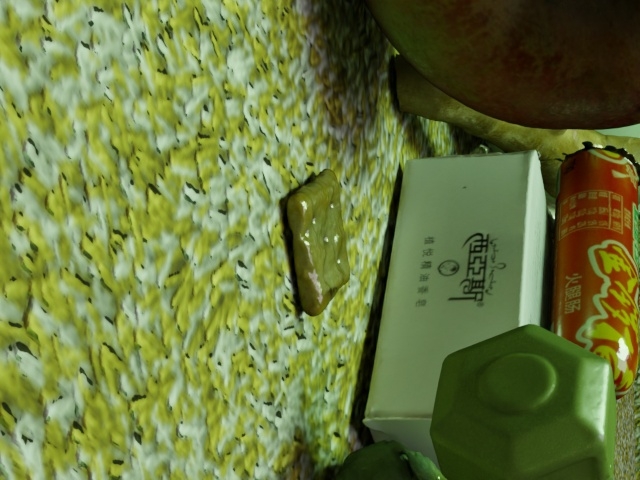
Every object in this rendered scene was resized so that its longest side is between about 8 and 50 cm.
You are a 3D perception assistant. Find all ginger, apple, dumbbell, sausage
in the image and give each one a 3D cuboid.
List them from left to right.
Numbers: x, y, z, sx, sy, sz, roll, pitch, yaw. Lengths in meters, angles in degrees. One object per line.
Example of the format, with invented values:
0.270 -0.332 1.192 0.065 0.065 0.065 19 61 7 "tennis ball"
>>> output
0.177 -0.097 1.180 0.299 0.118 0.065 19 61 -37 "ginger"
0.151 0.188 0.897 0.108 0.121 0.302 -115 -175 -47 "dumbbell"
0.180 -0.257 0.960 0.277 0.349 0.348 -82 161 -61 "apple"
0.222 0.036 1.077 0.264 0.083 0.083 -78 156 -43 "sausage"

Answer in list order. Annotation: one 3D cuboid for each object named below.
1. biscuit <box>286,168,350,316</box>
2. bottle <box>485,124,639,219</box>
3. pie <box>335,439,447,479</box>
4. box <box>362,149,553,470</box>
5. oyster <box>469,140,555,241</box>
0.000 0.000 0.869 0.083 0.018 0.081 -43 126 -68 "biscuit"
0.268 -0.133 1.387 0.351 0.229 0.229 65 28 -48 "bottle"
0.047 0.319 0.861 0.296 0.078 0.371 -17 103 -70 "pie"
0.126 0.093 1.075 0.203 0.116 0.274 71 22 -44 "box"
0.204 -0.008 1.252 0.106 0.061 0.200 28 18 -28 "oyster"
